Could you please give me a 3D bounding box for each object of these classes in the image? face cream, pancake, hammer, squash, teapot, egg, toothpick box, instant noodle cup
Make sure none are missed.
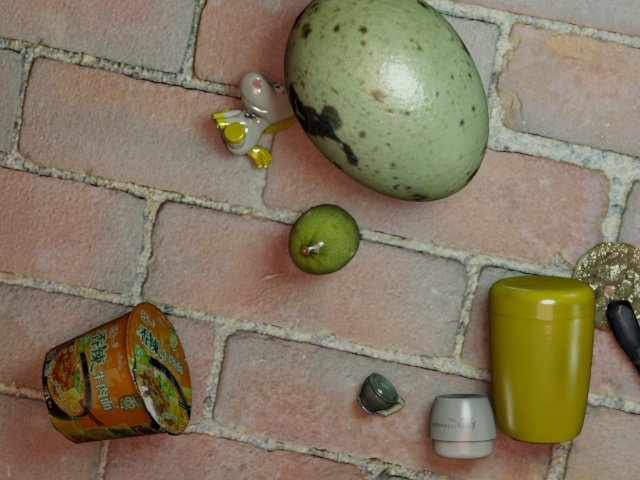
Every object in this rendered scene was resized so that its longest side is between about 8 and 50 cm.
[{"bbox_3d":[0.244,0.319,1.714,0.117,0.117,0.104,0,86,2],"label":"face cream"},{"bbox_3d":[0.508,0.080,1.731,0.158,0.028,0.158,0,95,-1],"label":"pancake"},{"bbox_3d":[0.574,0.227,1.724,0.137,0.037,0.289,-27,100,2],"label":"hammer"},{"bbox_3d":[0.000,0.000,1.663,0.123,0.187,0.123,1,95,8],"label":"squash"},{"bbox_3d":[0.104,0.277,1.747,0.088,0.066,0.057,33,116,-23],"label":"teapot"},{"bbox_3d":[0.110,-0.233,1.588,0.287,0.287,0.379,-45,104,5],"label":"egg"},{"bbox_3d":[0.369,0.203,1.674,0.175,0.175,0.271,-1,98,2],"label":"toothpick box"},{"bbox_3d":[-0.346,0.236,1.681,0.182,0.230,0.230,-16,94,12],"label":"instant noodle cup"}]

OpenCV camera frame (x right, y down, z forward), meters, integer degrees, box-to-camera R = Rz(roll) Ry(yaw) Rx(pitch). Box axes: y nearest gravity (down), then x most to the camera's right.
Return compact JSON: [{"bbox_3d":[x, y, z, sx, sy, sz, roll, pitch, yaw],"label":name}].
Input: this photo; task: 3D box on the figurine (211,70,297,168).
[{"bbox_3d":[-0.100,-0.220,1.699,0.130,0.109,0.178,36,95,-28],"label":"figurine"}]
